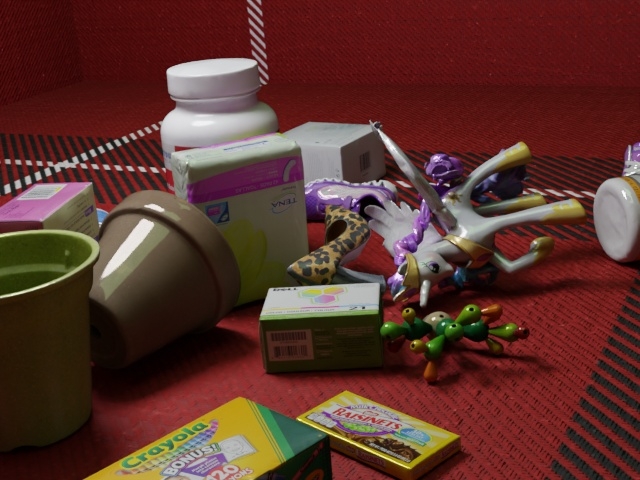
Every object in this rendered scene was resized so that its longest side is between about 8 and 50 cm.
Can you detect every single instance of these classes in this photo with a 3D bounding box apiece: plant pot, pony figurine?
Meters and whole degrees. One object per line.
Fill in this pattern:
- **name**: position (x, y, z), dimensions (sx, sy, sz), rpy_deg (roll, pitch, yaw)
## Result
- **plant pot**: position (-0.433, 0.149, 1.397), dimensions (0.276, 0.254, 0.276), rpy_deg (-5, 19, 2)
- **plant pot**: position (-0.298, 0.081, 1.590), dimensions (0.263, 0.263, 0.229), rpy_deg (7, 34, 31)
- **pony figurine**: position (0.239, -0.049, 1.783), dimensions (0.363, 0.303, 0.351), rpy_deg (-21, 47, -10)

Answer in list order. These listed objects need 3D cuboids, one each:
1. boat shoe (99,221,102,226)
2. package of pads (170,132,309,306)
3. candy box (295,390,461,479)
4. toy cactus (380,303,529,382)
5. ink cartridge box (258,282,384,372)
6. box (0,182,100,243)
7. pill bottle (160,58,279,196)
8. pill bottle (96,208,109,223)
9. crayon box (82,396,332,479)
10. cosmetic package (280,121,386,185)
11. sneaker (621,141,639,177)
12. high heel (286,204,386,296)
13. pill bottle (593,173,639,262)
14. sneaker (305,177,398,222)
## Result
- **boat shoe**: position (-0.355, 0.024, 1.860), dimensions (0.227, 0.079, 0.081), rpy_deg (25, 37, -8)
- **package of pads**: position (-0.136, -0.034, 1.772), dimensions (0.229, 0.296, 0.101), rpy_deg (-14, 25, -26)
- **candy box**: position (0.074, 0.258, 1.308), dimensions (0.206, 0.027, 0.105), rpy_deg (14, 24, 42)
- **toy cactus**: position (0.198, 0.147, 1.521), dimensions (0.219, 0.112, 0.180), rpy_deg (-10, 1, -6)
- **ink cartridge box**: position (0.009, 0.116, 1.619), dimensions (0.189, 0.097, 0.255), rpy_deg (-3, 20, 5)
- **box**: position (-0.474, 0.044, 1.715), dimensions (0.117, 0.243, 0.213), rpy_deg (-1, 21, 11)
- **pill bottle**: position (-0.187, -0.138, 1.910), dimensions (0.229, 0.407, 0.229), rpy_deg (-5, 19, 2)
- **pill bottle**: position (-0.463, 0.004, 2.002), dimensions (0.124, 0.124, 0.221), rpy_deg (-11, 22, -16)
- **crayon box**: position (-0.139, 0.296, 1.168), dimensions (0.165, 0.081, 0.278), rpy_deg (14, 27, 42)
- **cosmetic package**: position (0.013, -0.207, 2.465), dimensions (0.225, 0.138, 0.224), rpy_deg (5, 22, 30)
- **sneaker**: position (0.645, -0.115, 2.023), dimensions (0.102, 0.161, 0.282), rpy_deg (5, 23, 21)
- **high heel**: position (0.000, 0.000, 1.777), dimensions (0.186, 0.093, 0.261), rpy_deg (11, 34, -29)
- **pill bottle**: position (0.672, -0.056, 1.843), dimensions (0.278, 0.162, 0.162), rpy_deg (-9, 20, -10)
- **sneaker**: position (0.055, -0.079, 2.172), dimensions (0.236, 0.095, 0.104), rpy_deg (-2, 27, 4)
